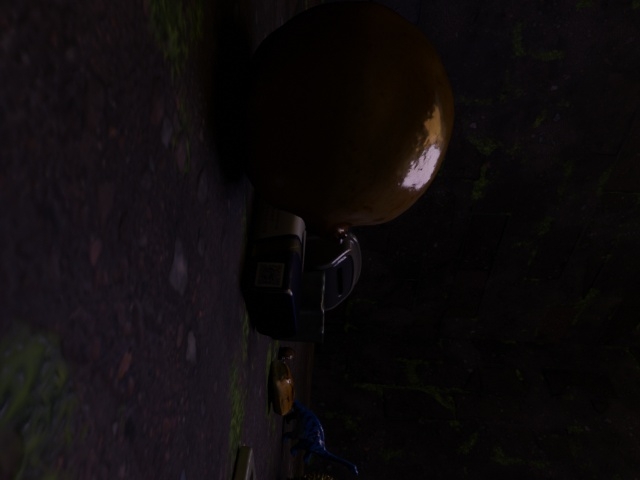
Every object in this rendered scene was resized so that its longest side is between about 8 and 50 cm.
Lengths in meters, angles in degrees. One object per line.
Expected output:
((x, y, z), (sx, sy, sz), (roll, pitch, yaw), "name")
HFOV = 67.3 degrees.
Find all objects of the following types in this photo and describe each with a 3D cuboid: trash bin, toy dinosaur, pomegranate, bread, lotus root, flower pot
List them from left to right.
((-0.079, 0.307, 0.997), (0.072, 0.053, 0.106), (-92, 178, -61), "bread")
((-0.079, 0.272, 1.161), (0.083, 0.037, 0.030), (78, 11, -82), "lotus root")
((-0.044, 0.133, 0.958), (0.229, 0.108, 0.103), (92, 1, -59), "flower pot")
((-0.042, 0.537, 1.337), (0.329, 0.144, 0.076), (52, 21, 19), "toy dinosaur")
((0.000, 0.000, 1.149), (0.210, 0.182, 0.290), (84, 2, -49), "trash bin")
((0.029, -0.128, 0.555), (0.264, 0.264, 0.265), (3, 90, -88), "pomegranate")

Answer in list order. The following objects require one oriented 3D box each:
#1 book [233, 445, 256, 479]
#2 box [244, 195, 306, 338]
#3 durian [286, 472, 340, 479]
((-0.111, 0.469, 0.677), (0.217, 0.021, 0.311), (-86, 178, -51), "book")
((-0.061, 0.002, 0.753), (0.168, 0.071, 0.259), (91, 2, -59), "box")
((-0.007, 0.741, 1.259), (0.293, 0.258, 0.258), (114, -19, -64), "durian")
